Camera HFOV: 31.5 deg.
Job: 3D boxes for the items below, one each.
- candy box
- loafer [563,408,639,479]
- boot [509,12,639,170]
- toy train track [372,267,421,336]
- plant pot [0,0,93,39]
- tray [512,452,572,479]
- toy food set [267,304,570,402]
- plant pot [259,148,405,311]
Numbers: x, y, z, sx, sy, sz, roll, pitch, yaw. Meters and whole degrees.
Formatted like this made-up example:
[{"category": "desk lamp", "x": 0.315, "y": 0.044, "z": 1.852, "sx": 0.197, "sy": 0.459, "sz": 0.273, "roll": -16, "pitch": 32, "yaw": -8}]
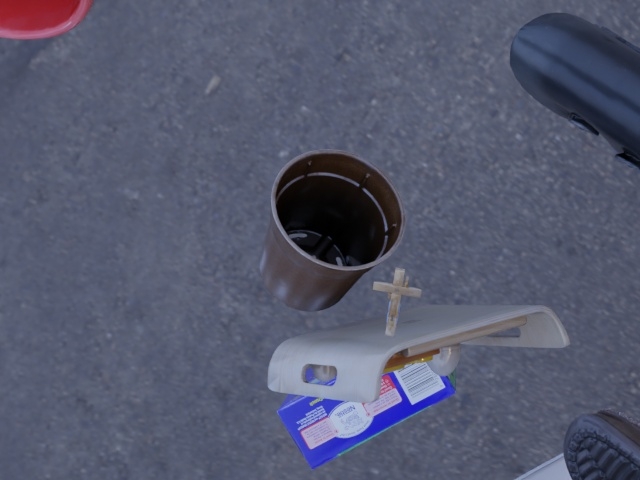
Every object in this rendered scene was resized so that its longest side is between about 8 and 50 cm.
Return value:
[{"category": "candy box", "x": 0.088, "y": 0.240, "z": 1.917, "sx": 0.268, "sy": 0.317, "sz": 0.122, "roll": -29, "pitch": 92, "yaw": 8}, {"category": "loafer", "x": 0.476, "y": 0.338, "z": 1.458, "sx": 0.366, "sy": 0.130, "sz": 0.134, "roll": 38, "pitch": 135, "yaw": 7}, {"category": "boot", "x": 0.351, "y": -0.116, "z": 1.126, "sx": 0.146, "sy": 0.367, "sz": 0.445, "roll": -50, "pitch": 49, "yaw": 14}, {"category": "toy train track", "x": 0.075, "y": 0.060, "z": 1.136, "sx": 0.048, "sy": 0.083, "sz": 0.014, "roll": 10, "pitch": 35, "yaw": 5}, {"category": "plant pot", "x": -0.278, "y": -0.350, "z": 0.974, "sx": 0.275, "sy": 0.275, "sz": 0.243, "roll": -4, "pitch": 58, "yaw": 39}, {"category": "tray", "x": 0.319, "y": 0.390, "z": 1.682, "sx": 0.030, "sy": 0.270, "sz": 0.145, "roll": 28, "pitch": 135, "yaw": 54}, {"category": "toy food set", "x": 0.118, "y": 0.143, "z": 1.384, "sx": 0.220, "sy": 0.306, "sz": 0.092, "roll": -4, "pitch": 97, "yaw": 56}, {"category": "plant pot", "x": 0.000, "y": 0.000, "z": 1.414, "sx": 0.165, "sy": 0.167, "sz": 0.167, "roll": 120, "pitch": 146, "yaw": -56}]
